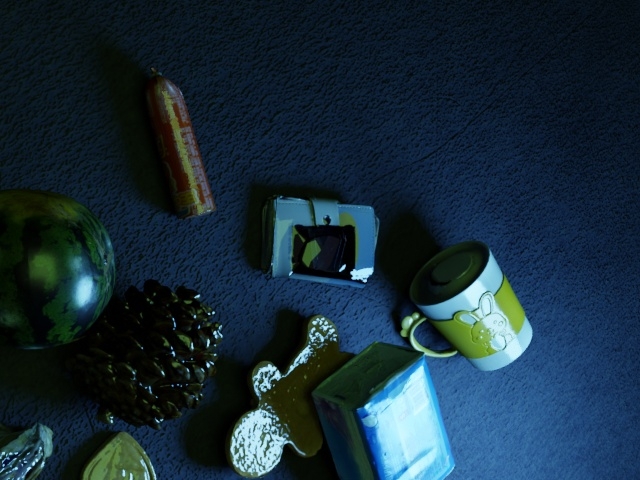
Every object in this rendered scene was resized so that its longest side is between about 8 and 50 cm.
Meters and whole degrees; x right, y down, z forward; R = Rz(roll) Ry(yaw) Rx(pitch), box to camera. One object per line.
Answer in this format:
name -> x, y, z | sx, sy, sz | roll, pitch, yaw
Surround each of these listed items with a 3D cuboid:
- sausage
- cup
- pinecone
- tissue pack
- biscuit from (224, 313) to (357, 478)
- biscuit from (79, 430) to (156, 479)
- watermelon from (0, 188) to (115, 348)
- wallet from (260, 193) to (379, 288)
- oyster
sausage -> -0.253, -0.173, 1.951 | 0.074, 0.074, 0.274 | -17, 94, -32
cup -> 0.284, 0.149, 2.219 | 0.241, 0.185, 0.226 | -36, 114, 6
pinecone -> -0.277, 0.188, 1.818 | 0.224, 0.224, 0.272 | 50, 58, -18
tissue pack -> 0.119, 0.351, 2.059 | 0.198, 0.146, 0.263 | -34, 120, -34
biscuit -> -0.059, 0.293, 2.036 | 0.339, 0.047, 0.216 | -50, 115, -29
biscuit -> -0.341, 0.432, 1.860 | 0.142, 0.029, 0.220 | 19, 75, -30
watermelon -> -0.443, 0.043, 1.699 | 0.269, 0.269, 0.269 | 4, 83, -32
wallet -> 0.000, 0.000, 2.099 | 0.231, 0.069, 0.170 | 7, 86, -30
oyster -> -0.509, 0.352, 1.640 | 0.271, 0.275, 0.100 | -21, 99, -21
